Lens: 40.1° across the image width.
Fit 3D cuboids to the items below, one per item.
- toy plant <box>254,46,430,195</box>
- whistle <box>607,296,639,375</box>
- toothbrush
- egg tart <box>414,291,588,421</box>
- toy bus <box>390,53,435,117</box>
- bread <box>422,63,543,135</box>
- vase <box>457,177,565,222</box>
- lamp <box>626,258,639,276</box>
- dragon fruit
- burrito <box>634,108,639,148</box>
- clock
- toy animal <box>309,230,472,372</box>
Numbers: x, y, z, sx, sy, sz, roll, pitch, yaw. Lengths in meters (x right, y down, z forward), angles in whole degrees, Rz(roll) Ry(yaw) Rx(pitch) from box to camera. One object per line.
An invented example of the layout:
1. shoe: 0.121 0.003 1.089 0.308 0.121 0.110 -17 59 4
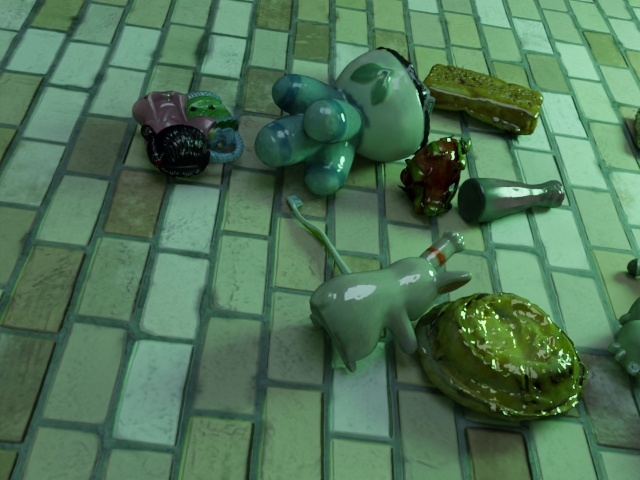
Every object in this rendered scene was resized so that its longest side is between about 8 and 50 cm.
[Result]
1. toy plant: 0.018 -0.220 1.685 0.332 0.247 0.247 -22 50 -26
2. whistle: 0.552 0.149 1.457 0.110 0.092 0.244 27 43 20
3. toothbrush: 0.000 0.000 1.553 0.026 0.022 0.263 -20 47 -16
4. egg tart: 0.285 0.166 1.370 0.279 0.095 0.278 5 39 -4
5. toy bus: 0.164 -0.333 1.935 0.108 0.096 0.199 -3 38 -24
6. bread: 0.360 -0.314 1.972 0.271 0.077 0.139 18 44 10
7. vase: 0.376 -0.084 1.705 0.214 0.086 0.086 -5 42 -27
8. lamp: 0.648 0.058 1.607 0.163 0.091 0.091 5 37 16
9. dragon fruit: 0.220 -0.119 1.687 0.138 0.142 0.174 22 60 -48
10. burrito: 0.755 -0.253 2.023 0.058 0.045 0.188 10 41 8
11. clock: -0.247 -0.202 1.672 0.194 0.100 0.195 -5 44 -22
12. toy animal: 0.121 0.092 1.367 0.283 0.138 0.140 -16 39 -20
